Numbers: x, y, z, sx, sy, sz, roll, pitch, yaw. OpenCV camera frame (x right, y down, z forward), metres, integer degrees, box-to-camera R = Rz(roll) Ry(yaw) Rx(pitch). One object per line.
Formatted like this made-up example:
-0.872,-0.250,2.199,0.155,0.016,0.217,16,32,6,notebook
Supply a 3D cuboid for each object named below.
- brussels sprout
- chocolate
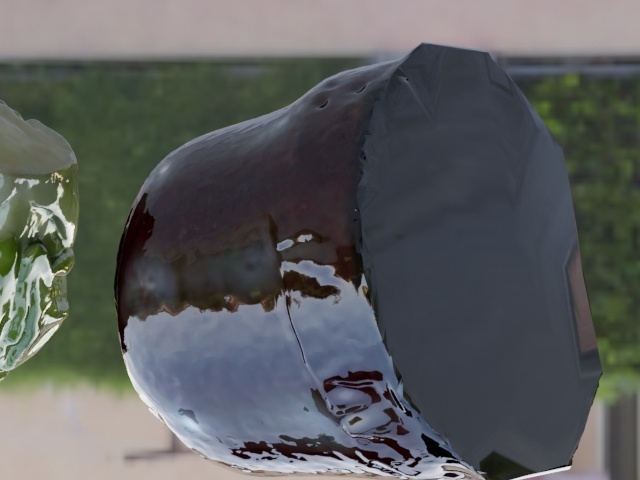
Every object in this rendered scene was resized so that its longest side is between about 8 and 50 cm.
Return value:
-0.352,0.016,1.710,0.247,0.328,0.328,34,-179,6,brussels sprout
0.005,0.050,1.621,0.331,0.383,0.384,-16,168,36,chocolate
